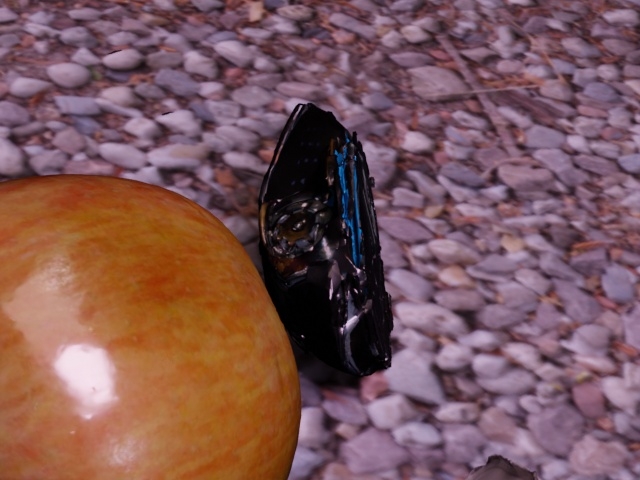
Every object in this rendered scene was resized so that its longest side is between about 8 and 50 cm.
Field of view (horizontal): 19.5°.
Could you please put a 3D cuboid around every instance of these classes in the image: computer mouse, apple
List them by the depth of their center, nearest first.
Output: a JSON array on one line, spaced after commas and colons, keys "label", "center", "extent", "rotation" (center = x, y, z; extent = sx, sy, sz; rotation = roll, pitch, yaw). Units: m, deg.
[{"label": "apple", "center": [-0.133, 0.085, 1.011], "extent": [0.264, 0.264, 0.264], "rotation": [7, 37, -5]}, {"label": "computer mouse", "center": [0.000, 0.000, 1.262], "extent": [0.077, 0.146, 0.242], "rotation": [-9, 40, 7]}]

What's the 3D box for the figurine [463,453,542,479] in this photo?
[{"label": "figurine", "center": [0.117, 0.226, 1.003], "extent": [0.141, 0.166, 0.250], "rotation": [36, 24, -5]}]
